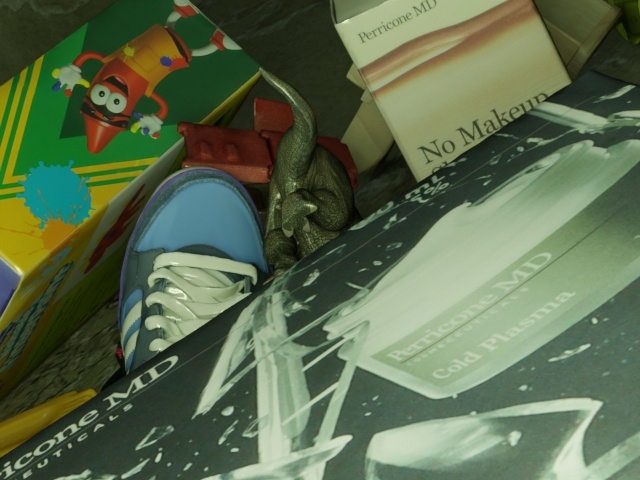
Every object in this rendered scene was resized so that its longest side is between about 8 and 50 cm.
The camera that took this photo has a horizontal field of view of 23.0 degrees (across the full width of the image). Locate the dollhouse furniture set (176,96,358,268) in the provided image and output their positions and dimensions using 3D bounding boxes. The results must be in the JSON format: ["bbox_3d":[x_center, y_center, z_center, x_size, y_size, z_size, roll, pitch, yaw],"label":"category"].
[{"bbox_3d":[-0.073,-0.032,1.503,0.152,0.201,0.374,5,19,-9],"label":"dollhouse furniture set"}]

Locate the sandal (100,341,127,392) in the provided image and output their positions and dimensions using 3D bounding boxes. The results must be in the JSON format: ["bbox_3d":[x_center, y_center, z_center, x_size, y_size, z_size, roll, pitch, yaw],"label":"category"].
[{"bbox_3d":[-0.177,0.103,1.633,0.067,0.040,0.179,-13,27,40],"label":"sandal"}]

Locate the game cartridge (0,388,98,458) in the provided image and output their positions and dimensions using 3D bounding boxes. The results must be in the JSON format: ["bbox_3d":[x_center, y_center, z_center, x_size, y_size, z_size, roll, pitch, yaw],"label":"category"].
[{"bbox_3d":[-0.355,0.273,1.467,0.285,0.052,0.323,-24,21,17],"label":"game cartridge"}]

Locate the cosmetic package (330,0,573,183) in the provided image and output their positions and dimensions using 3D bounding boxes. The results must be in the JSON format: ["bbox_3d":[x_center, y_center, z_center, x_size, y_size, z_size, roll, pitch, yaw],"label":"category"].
[{"bbox_3d":[0.140,-0.097,1.283,0.153,0.296,0.129,-28,19,10],"label":"cosmetic package"}]

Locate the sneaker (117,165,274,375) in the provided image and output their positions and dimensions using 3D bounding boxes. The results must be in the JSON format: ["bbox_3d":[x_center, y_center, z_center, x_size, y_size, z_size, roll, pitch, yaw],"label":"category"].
[{"bbox_3d":[-0.086,0.092,1.171,0.130,0.322,0.236,10,-7,-12],"label":"sneaker"}]

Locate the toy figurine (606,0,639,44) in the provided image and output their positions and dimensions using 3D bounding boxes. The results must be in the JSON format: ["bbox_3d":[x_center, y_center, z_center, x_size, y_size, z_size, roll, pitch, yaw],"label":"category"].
[{"bbox_3d":[0.466,-0.363,1.637,0.362,0.191,0.217,-43,28,-27],"label":"toy figurine"}]

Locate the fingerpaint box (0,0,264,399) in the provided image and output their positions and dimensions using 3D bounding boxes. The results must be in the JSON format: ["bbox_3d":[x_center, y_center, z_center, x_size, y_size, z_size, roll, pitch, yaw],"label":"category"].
[{"bbox_3d":[-0.297,-0.014,1.620,0.371,0.163,0.445,-46,-4,-38],"label":"fingerpaint box"}]

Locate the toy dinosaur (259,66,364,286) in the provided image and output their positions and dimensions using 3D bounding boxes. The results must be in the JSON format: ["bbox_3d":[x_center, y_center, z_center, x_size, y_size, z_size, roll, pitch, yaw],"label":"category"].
[{"bbox_3d":[0.000,0.000,1.245,0.121,0.313,0.160,-28,24,15],"label":"toy dinosaur"}]

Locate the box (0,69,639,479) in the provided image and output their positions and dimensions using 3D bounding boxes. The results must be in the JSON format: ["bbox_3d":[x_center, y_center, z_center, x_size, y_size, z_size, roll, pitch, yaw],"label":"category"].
[{"bbox_3d":[0.093,0.191,0.687,0.480,0.297,0.472,-33,18,-7],"label":"box"}]

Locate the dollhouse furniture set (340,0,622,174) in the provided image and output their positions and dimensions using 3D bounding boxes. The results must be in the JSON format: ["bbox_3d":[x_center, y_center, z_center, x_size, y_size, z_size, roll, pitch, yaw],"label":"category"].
[{"bbox_3d":[0.122,-0.116,1.568,0.303,0.174,0.355,-46,-11,-51],"label":"dollhouse furniture set"}]
